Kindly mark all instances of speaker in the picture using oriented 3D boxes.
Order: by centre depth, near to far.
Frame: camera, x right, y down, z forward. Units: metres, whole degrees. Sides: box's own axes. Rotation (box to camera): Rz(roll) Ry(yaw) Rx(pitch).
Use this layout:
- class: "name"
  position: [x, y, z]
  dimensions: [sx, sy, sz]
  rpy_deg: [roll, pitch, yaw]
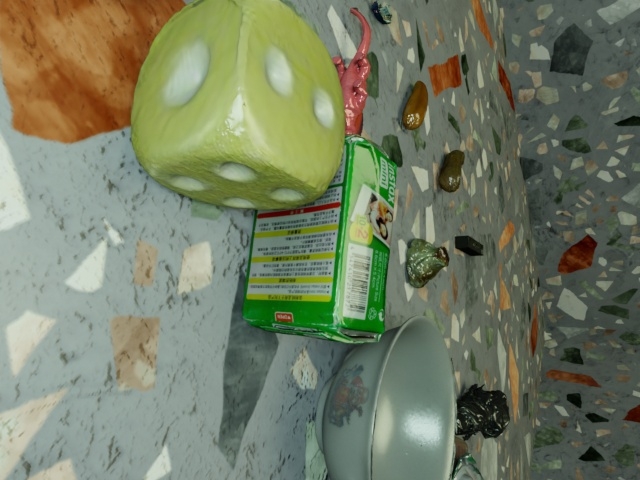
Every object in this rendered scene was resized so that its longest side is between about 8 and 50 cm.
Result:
- class: "speaker"
  position: [0.501, 0.020, 1.397]
  dimensions: [0.191, 0.046, 0.040]
  rpy_deg: [17, 73, -54]

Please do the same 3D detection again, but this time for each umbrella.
- class: "umbrella"
  position: [0.452, 0.525, 1.221]
  dimensions: [0.336, 0.128, 0.155]
  rpy_deg: [-4, 75, -50]

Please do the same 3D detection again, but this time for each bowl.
- class: "bowl"
  position: [0.093, 0.291, 0.670]
  dimensions: [0.345, 0.157, 0.346]
  rpy_deg: [8, 81, -56]

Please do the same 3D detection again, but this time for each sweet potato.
- class: "sweet potato"
  position: [0.405, -0.223, 1.271]
  dimensions: [0.233, 0.062, 0.081]
  rpy_deg: [-56, 146, -47]

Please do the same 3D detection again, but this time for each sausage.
- class: "sausage"
  position: [0.241, -0.337, 1.043]
  dimensions: [0.062, 0.054, 0.183]
  rpy_deg: [93, 16, -51]

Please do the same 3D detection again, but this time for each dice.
- class: "dice"
  position: [-0.081, -0.133, 0.446]
  dimensions: [0.169, 0.166, 0.169]
  rpy_deg: [20, 70, -54]

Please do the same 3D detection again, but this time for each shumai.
- class: "shumai"
  position: [0.263, 0.055, 1.007]
  dimensions: [0.099, 0.087, 0.124]
  rpy_deg: [13, 77, -56]

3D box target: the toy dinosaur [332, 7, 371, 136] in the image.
- class: "toy dinosaur"
  position: [0.072, -0.289, 0.793]
  dimensions: [0.139, 0.070, 0.286]
  rpy_deg: [49, 45, -56]

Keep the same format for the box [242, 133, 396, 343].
- class: "box"
  position: [0.000, 0.000, 0.545]
  dimensions: [0.103, 0.180, 0.250]
  rpy_deg: [22, 70, -49]

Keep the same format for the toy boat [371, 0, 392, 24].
- class: "toy boat"
  position: [0.141, -0.509, 0.927]
  dimensions: [0.083, 0.038, 0.038]
  rpy_deg: [-7, 92, -57]

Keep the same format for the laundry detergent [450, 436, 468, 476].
- class: "laundry detergent"
  position: [0.281, 0.546, 0.994]
  dimensions: [0.237, 0.076, 0.171]
  rpy_deg: [39, 60, -47]

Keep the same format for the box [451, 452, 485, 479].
- class: "box"
  position: [0.328, 0.699, 0.950]
  dimensions: [0.337, 0.106, 0.264]
  rpy_deg: [-55, 133, -23]
